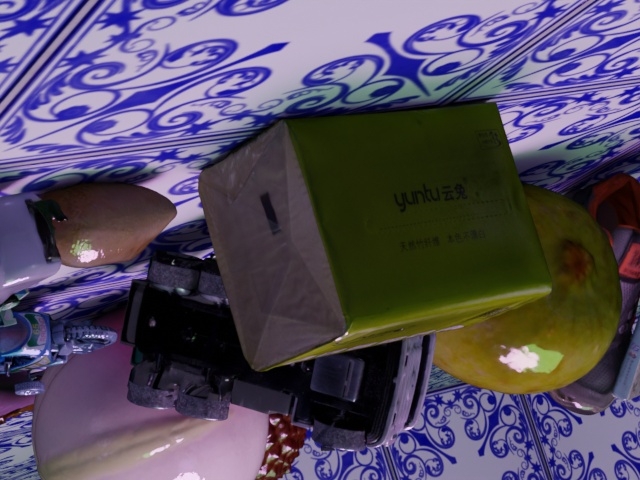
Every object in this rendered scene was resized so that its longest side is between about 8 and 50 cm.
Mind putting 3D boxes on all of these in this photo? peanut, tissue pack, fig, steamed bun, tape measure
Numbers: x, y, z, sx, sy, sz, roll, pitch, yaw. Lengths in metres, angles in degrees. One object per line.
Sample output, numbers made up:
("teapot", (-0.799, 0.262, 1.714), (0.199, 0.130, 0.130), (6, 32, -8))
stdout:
("peanut", (-0.191, -0.016, 1.475), (0.152, 0.076, 0.076), (-4, 163, -43))
("tissue pack", (0.054, -0.007, 1.558), (0.274, 0.200, 0.167), (-8, 167, -42))
("fig", (0.203, 0.060, 2.016), (0.258, 0.258, 0.326), (-9, -179, -36))
("steamed bun", (-0.197, 0.192, 2.036), (0.309, 0.309, 0.309), (-17, 169, -3))
("tape measure", (-0.335, 0.021, 1.372), (0.196, 0.105, 0.178), (-22, 176, 29))

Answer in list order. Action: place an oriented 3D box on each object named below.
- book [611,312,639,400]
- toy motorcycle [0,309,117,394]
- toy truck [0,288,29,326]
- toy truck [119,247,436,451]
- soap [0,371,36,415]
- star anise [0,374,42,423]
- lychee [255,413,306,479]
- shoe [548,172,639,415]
("book", (0.490, 0.016, 2.114), (0.031, 0.379, 0.264), (25, -163, 31))
("toy motorcycle", (-0.354, 0.120, 1.855), (0.254, 0.092, 0.135), (-13, 164, 32))
("toy truck", (-0.322, 0.050, 1.628), (0.081, 0.067, 0.175), (-15, 167, -45))
("toy truck", (-0.055, 0.108, 1.775), (0.363, 0.177, 0.178), (14, -174, 28))
("soap", (-0.455, 0.191, 2.101), (0.122, 0.066, 0.203), (-21, 168, 15))
("star anise", (-0.419, 0.218, 2.325), (0.157, 0.054, 0.212), (-18, 168, 5))
("lychee", (-0.140, 0.246, 2.356), (0.264, 0.264, 0.300), (-4, 138, -50))
("shoe", (0.372, 0.054, 2.114), (0.132, 0.337, 0.171), (20, 147, -16))
